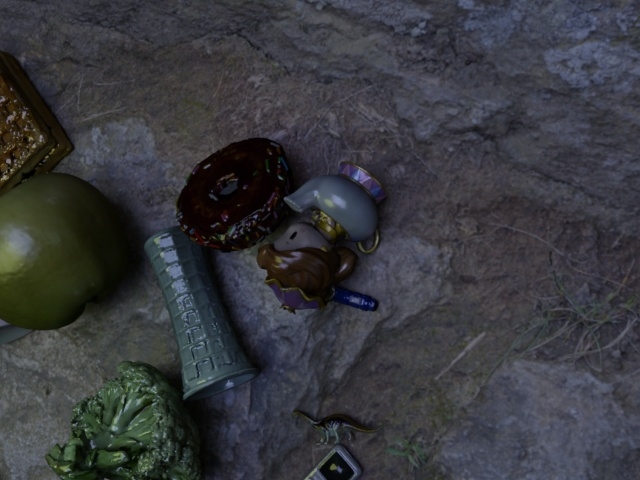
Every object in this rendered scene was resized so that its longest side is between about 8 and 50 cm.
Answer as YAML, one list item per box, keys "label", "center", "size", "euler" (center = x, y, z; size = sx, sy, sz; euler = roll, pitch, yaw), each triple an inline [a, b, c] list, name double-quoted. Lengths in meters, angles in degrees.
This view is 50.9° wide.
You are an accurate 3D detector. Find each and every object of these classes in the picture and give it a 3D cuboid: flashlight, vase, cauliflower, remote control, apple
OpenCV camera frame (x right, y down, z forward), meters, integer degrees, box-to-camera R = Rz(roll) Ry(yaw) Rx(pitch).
- label: "flashlight"
  center: [0.040, 0.098, 1.174]
  size: [0.121, 0.035, 0.057]
  euler: [16, 89, 21]
- label: "vase"
  center: [-0.224, 0.124, 1.218]
  size: [0.143, 0.143, 0.298]
  euler: [-27, 74, 16]
- label: "cauliflower"
  center: [-0.343, 0.359, 1.170]
  size: [0.272, 0.250, 0.275]
  euler: [53, 135, 19]
- label: "remote control"
  center: [-0.034, 0.463, 1.165]
  size: [0.067, 0.029, 0.261]
  euler: [45, 100, 18]
- label: "apple"
  center: [-0.505, 0.023, 1.251]
  size: [0.292, 0.292, 0.254]
  euler: [-43, 93, 11]

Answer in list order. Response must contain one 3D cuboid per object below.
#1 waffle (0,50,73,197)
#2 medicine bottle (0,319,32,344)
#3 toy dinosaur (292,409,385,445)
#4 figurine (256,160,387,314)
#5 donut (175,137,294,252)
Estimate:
- label: "waffle"
  center: [-0.699, -0.250, 1.452]
  size: [0.213, 0.091, 0.308]
  euler: [-40, 73, 12]
- label: "medicine bottle"
  center: [-0.694, 0.081, 1.382]
  size: [0.152, 0.152, 0.254]
  euler: [-26, 76, 16]
- label: "toy dinosaur"
  center: [0.028, 0.328, 1.154]
  size: [0.180, 0.037, 0.058]
  euler: [0, 89, 21]
- label: "figurine"
  center: [0.000, 0.000, 1.127]
  size: [0.189, 0.142, 0.263]
  euler: [39, 78, -17]
- label: "donut"
  center: [-0.146, -0.076, 1.197]
  size: [0.235, 0.089, 0.235]
  euler: [-17, 50, 21]
